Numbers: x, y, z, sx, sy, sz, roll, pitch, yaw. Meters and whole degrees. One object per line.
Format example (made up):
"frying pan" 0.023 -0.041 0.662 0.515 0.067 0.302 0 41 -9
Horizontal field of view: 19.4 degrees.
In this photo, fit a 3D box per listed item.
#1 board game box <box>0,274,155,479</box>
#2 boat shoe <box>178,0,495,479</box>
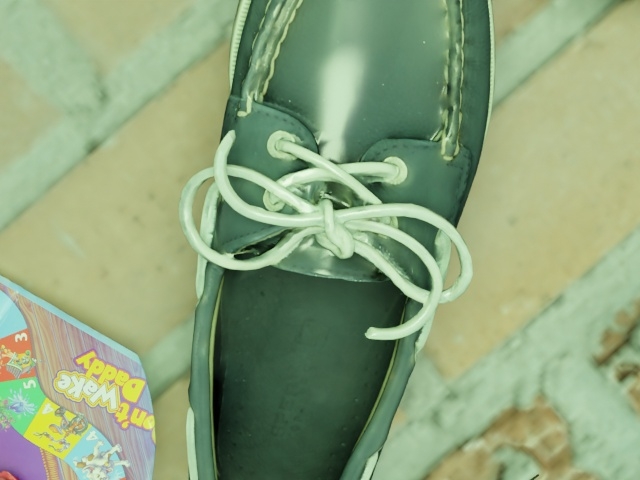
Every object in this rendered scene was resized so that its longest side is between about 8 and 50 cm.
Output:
"board game box" -0.141 0.068 0.642 0.169 0.033 0.133 29 78 12
"boat shoe" 0.000 0.000 0.616 0.095 0.079 0.254 15 114 -3
